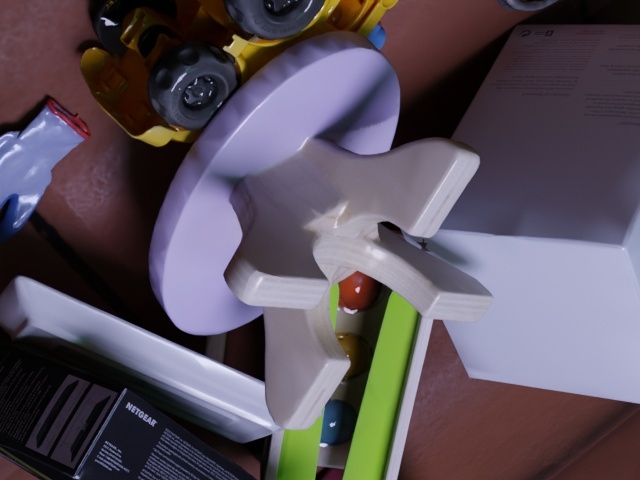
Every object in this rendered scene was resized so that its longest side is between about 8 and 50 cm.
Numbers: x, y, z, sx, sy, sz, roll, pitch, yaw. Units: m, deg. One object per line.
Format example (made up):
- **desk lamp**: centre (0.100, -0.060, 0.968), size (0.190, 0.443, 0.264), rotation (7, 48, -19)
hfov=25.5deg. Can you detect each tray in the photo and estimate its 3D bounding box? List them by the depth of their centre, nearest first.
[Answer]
- **tray**: centre (-0.142, 0.108, 1.168), size (0.270, 0.145, 0.030), rotation (26, 68, -14)

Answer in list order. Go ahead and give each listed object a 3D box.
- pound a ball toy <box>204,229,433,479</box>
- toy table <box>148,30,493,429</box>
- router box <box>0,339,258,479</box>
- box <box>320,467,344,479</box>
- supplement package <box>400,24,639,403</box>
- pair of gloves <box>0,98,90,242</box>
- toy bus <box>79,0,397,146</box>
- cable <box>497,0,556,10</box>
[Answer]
- **pound a ball toy**: centre (-0.014, 0.098, 1.307), size (0.208, 0.135, 0.319), rotation (7, 119, -3)
- **toy table**: centre (0.000, 0.000, 1.059), size (0.252, 0.161, 0.274), rotation (-5, 130, -38)
- **router box**: centre (-0.153, 0.201, 1.200), size (0.309, 0.243, 0.081), rotation (43, 69, -40)
- **box**: centre (0.014, 0.366, 1.412), size (0.232, 0.127, 0.148), rotation (-48, 136, -31)
- **supplement package**: centre (0.234, -0.028, 1.218), size (0.262, 0.199, 0.198), rotation (-58, 138, -33)
- **pair of gloves**: centre (-0.284, -0.081, 1.100), size (0.159, 0.023, 0.198), rotation (-43, 130, 1)
- **toy bus**: centre (-0.046, -0.160, 1.105), size (0.220, 0.149, 0.211), rotation (-51, 138, 11)
- **cable**: centre (0.259, -0.261, 1.236), size (0.287, 0.072, 0.139), rotation (-4, 118, -25)
